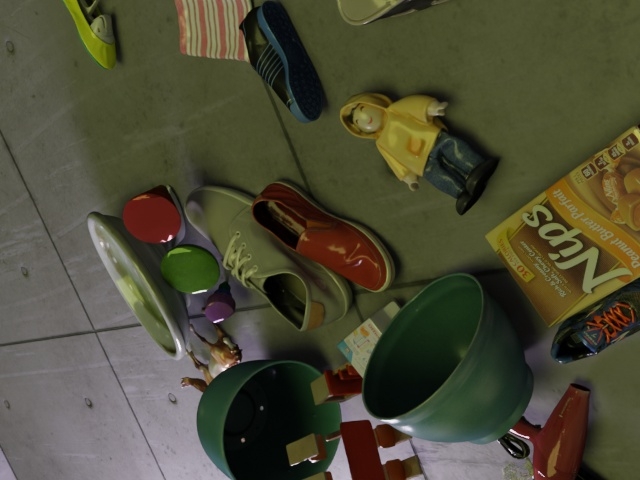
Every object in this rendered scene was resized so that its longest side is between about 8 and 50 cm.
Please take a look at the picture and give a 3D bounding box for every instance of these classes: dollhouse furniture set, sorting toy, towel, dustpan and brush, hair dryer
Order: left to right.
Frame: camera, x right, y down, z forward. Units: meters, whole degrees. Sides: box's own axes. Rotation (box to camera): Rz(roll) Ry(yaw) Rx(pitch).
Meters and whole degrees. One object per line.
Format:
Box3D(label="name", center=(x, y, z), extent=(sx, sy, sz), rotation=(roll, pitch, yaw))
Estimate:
Box3D(label="dustpan and brush", center=(-0.352, -0.004, 1.981), extent=(0.147, 0.060, 0.211), rotation=(-28, 94, 45))
Box3D(label="sorting toy", center=(-0.288, 0.013, 1.852), extent=(0.127, 0.126, 0.366), rotation=(-21, 122, 16))
Box3D(label="towel", center=(-0.207, -0.421, 1.648), extent=(0.197, 0.029, 0.144), rotation=(15, 123, 35))
Box3D(label="dollhouse furniture set", center=(0.073, 0.383, 1.706), extent=(0.135, 0.261, 0.259), rotation=(-36, 61, 44))
Box3D(label="hair dryer", center=(0.367, 0.346, 1.517), extent=(0.293, 0.080, 0.224), rotation=(-41, 64, 34))

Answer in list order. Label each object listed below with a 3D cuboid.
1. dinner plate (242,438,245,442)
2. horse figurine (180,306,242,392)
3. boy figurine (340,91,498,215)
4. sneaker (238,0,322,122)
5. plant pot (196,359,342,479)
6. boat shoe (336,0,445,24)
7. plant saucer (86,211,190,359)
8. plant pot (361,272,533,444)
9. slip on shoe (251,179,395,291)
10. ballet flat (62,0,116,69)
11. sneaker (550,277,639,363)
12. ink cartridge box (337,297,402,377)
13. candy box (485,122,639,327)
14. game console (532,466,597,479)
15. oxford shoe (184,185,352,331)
Box3D(label="dinner plate", center=(-0.189, 0.463, 2.131), extent=(0.141, 0.017, 0.141), rotation=(20, 124, 33))
Box3D(label="horse figurine", center=(-0.263, 0.290, 2.066), extent=(0.174, 0.066, 0.263), rotation=(42, 132, 23))
Box3D(label="boy figurine", center=(0.159, -0.172, 1.428), extent=(0.285, 0.092, 0.177), rotation=(38, 135, 15))
Box3D(label="sneaker", center=(-0.075, -0.317, 1.561), extent=(0.090, 0.081, 0.232), rotation=(-20, 92, 48))
Box3D(label="plant pot", center=(-0.139, 0.395, 1.873), extent=(0.235, 0.293, 0.293), rotation=(0, 114, 56))
Box3D(label="boat shoe", center=(0.175, -0.417, 1.291), extent=(0.335, 0.095, 0.112), rotation=(-12, 102, 39))
Box3D(label="plant saucer", center=(-0.403, 0.090, 1.999), extent=(0.400, 0.100, 0.401), rotation=(46, 155, 28))
Box3D(label="plant pot", center=(0.241, 0.231, 1.474), extent=(0.196, 0.293, 0.293), rotation=(38, 139, -18))
Box3D(label="slip on shoe", center=(0.000, 0.000, 1.652), extent=(0.331, 0.101, 0.123), rotation=(35, 130, 19))
Box3D(label="ballet flat", center=(-0.495, -0.484, 1.835), extent=(0.077, 0.077, 0.231), rotation=(-28, 92, 29))
Box3D(label="sneaker", center=(0.450, 0.139, 1.349), extent=(0.083, 0.087, 0.221), rotation=(48, 135, 9))
Box3D(label="ink cartridge box", center=(0.119, 0.189, 1.660), extent=(0.092, 0.090, 0.143), rotation=(50, 136, 7))
Box3D(label="candy box", center=(0.420, -0.021, 1.280), extent=(0.183, 0.087, 0.316), rotation=(57, 135, 9))
Box3D(label="game console", center=(0.532, 0.520, 1.522), extent=(0.361, 0.044, 0.213), rotation=(38, 132, 20))
Box3D(label="oxford shoe", center=(-0.134, 0.031, 1.767), extent=(0.449, 0.130, 0.169), rotation=(37, 137, 23))
